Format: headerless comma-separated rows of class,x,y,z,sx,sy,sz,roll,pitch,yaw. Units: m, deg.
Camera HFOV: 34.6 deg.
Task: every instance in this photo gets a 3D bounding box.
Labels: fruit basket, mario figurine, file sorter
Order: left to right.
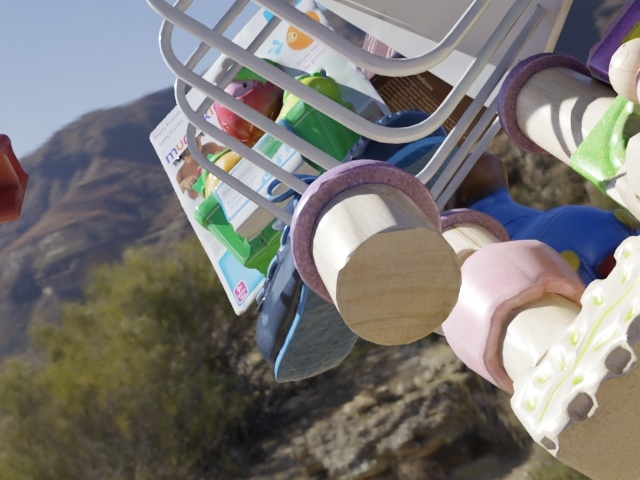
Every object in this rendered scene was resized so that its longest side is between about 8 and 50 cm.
fruit basket,-0.078,-0.135,1.341,0.327,0.353,0.165,-44,-31,21
file sorter,0.018,-0.127,0.577,0.173,0.193,0.277,-53,-12,-16
mario figurine,0.176,0.001,0.635,0.320,0.198,0.170,20,-10,46

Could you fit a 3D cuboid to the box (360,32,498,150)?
box,0.174,-0.237,1.384,0.203,0.167,0.168,-31,29,37

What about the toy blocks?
toy blocks,0.132,-0.066,0.451,0.288,0.309,0.260,-54,21,11

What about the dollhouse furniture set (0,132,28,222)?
dollhouse furniture set,-0.435,0.019,1.019,0.374,0.201,0.152,-41,28,29

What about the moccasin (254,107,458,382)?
moccasin,0.000,0.000,0.909,0.138,0.116,0.342,-5,-35,-34
